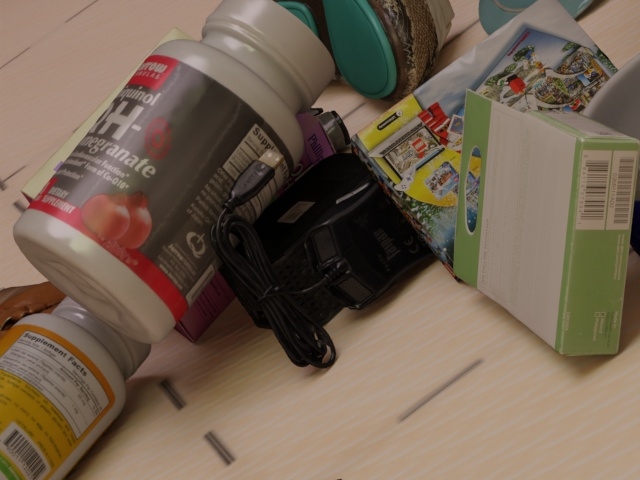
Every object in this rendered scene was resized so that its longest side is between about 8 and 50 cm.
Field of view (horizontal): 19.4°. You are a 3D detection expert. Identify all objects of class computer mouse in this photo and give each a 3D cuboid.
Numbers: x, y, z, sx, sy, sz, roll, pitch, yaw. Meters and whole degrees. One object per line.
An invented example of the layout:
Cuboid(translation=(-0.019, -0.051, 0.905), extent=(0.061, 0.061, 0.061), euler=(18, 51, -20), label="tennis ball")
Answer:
Cuboid(translation=(0.013, -0.021, 1.730), extent=(0.262, 0.184, 0.060), euler=(-43, 10, -24), label="computer mouse")

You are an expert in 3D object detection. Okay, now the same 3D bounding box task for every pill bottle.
Cuboid(translation=(-0.273, 0.158, 1.798), extent=(0.136, 0.136, 0.245), euler=(-10, 31, 46), label="pill bottle")
Cuboid(translation=(-0.127, -0.076, 1.758), extent=(0.318, 0.176, 0.176), euler=(-53, 26, -16), label="pill bottle")

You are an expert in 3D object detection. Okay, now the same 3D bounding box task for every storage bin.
Cuboid(translation=(0.000, 0.000, 1.824), extent=(0.180, 0.084, 0.122), euler=(-42, 23, -23), label="storage bin")

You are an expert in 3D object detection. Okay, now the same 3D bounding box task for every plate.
Cuboid(translation=(0.252, -0.305, 2.120), extent=(0.188, 0.024, 0.188), euler=(-28, 41, 28), label="plate")

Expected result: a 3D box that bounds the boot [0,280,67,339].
Cuboid(translation=(-0.343, 0.145, 2.003), extent=(0.283, 0.109, 0.220), euler=(-39, 25, -33), label="boot")

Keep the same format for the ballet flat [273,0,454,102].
Cuboid(translation=(0.050, -0.264, 2.261), extent=(0.182, 0.164, 0.483), euler=(-19, 14, -22), label="ballet flat")

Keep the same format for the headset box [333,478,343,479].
Cuboid(translation=(-0.078, 0.306, 1.206), extent=(0.246, 0.131, 0.283), euler=(-22, 23, 25), label="headset box")

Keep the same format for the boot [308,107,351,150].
Cuboid(translation=(-0.076, -0.098, 2.178), extent=(0.161, 0.083, 0.246), euler=(-36, 26, -25), label="boot")

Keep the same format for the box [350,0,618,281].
Cuboid(translation=(0.166, -0.095, 1.695), extent=(0.233, 0.159, 0.044), euler=(-36, -13, -8), label="box")

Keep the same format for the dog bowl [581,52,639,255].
Cuboid(translation=(0.344, -0.096, 1.511), extent=(0.265, 0.104, 0.265), euler=(-29, 21, 13), label="dog bowl")

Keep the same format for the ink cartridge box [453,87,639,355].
Cuboid(translation=(0.176, -0.022, 1.505), extent=(0.056, 0.171, 0.235), euler=(-1, 14, -16), label="ink cartridge box")

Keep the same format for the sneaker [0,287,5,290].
Cuboid(translation=(-0.449, 0.118, 2.218), extent=(0.153, 0.094, 0.235), euler=(-26, -15, -48), label="sneaker")

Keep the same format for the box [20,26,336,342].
Cuboid(translation=(-0.140, -0.059, 1.927), extent=(0.213, 0.117, 0.243), euler=(34, 76, 29), label="box")
